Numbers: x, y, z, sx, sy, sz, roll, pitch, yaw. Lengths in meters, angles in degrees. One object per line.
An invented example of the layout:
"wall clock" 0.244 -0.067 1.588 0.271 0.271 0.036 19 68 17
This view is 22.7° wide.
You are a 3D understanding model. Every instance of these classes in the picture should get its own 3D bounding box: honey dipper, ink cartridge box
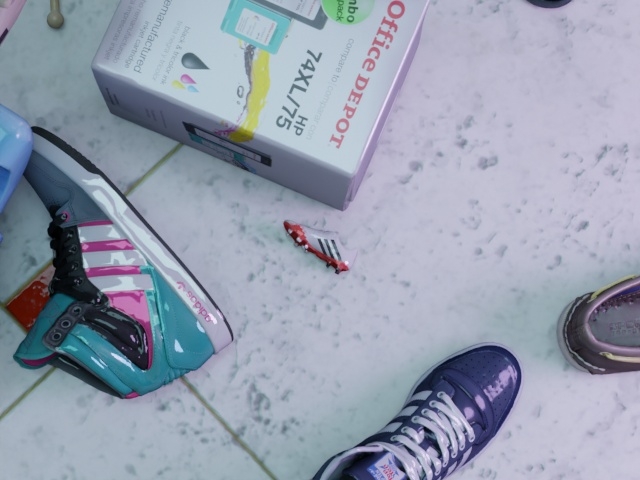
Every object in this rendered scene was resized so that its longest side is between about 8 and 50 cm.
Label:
"honey dipper" -0.282 -0.301 1.676 0.030 0.030 0.161 -1 84 -2
"ink cartridge box" -0.055 -0.181 1.574 0.270 0.197 0.198 23 81 2

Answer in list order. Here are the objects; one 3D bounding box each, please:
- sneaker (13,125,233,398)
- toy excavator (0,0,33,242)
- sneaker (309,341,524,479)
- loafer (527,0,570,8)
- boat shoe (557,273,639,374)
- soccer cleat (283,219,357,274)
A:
"sneaker" -0.246 0.044 1.578 0.178 0.124 0.295 -41 85 -17
"toy excavator" -0.349 -0.113 1.429 0.222 0.433 0.445 30 86 -1
"sneaker" 0.093 0.199 1.539 0.282 0.153 0.099 -39 84 -7
"loafer" 0.249 -0.381 1.670 0.096 0.084 0.268 0 81 -1
"boat shoe" 0.402 0.066 1.596 0.324 0.097 0.117 -10 81 -3
"soccer cleat" 0.000 0.000 1.634 0.083 0.029 0.036 35 73 1
